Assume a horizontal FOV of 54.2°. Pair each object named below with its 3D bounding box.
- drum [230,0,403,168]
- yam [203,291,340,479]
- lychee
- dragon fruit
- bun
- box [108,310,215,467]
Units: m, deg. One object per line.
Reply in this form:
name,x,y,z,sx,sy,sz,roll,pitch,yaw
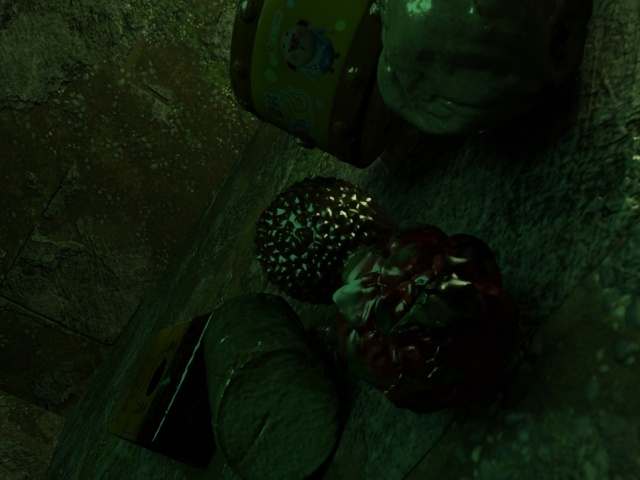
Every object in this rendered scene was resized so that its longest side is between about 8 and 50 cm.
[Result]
drum,0.059,-0.342,0.961,0.431,0.214,0.431,-59,-12,-21
yam,-0.077,0.185,0.862,0.168,0.168,0.304,-58,18,3
lychee,0.000,0.000,0.895,0.238,0.200,0.200,23,81,49
dragon fruit,0.092,0.072,0.594,0.188,0.182,0.182,21,80,51
bun,0.192,-0.234,0.710,0.205,0.281,0.282,41,101,36
box,-0.289,0.301,1.279,0.415,0.115,0.264,-23,39,61
